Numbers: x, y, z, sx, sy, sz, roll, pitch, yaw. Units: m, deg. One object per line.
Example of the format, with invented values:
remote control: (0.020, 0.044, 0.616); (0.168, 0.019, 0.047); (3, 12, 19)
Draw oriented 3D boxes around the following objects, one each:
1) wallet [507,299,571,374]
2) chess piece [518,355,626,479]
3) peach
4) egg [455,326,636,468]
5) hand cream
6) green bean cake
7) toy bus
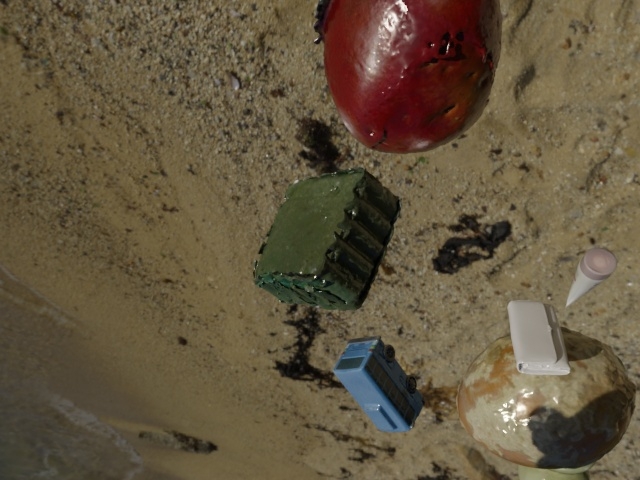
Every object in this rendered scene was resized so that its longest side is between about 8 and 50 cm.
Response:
wallet: (0.276, 0.121, 0.598); (0.061, 0.122, 0.025); (1, 120, 16)
chess piece: (0.471, 0.374, 0.922); (0.182, 0.182, 0.330); (1, 105, 5)
peach: (0.184, -0.388, 0.909); (0.339, 0.353, 0.417); (-25, 121, -25)
egg: (0.308, 0.220, 0.661); (0.233, 0.195, 0.195); (-32, 129, 26)
hand cream: (0.779, 0.104, 1.367); (0.083, 0.133, 0.248); (34, 164, 24)
green bean cake: (0.000, 0.000, 0.868); (0.132, 0.241, 0.255); (33, 157, -32)
toy bus: (0.147, 0.359, 1.151); (0.116, 0.133, 0.234); (-21, 112, 43)
